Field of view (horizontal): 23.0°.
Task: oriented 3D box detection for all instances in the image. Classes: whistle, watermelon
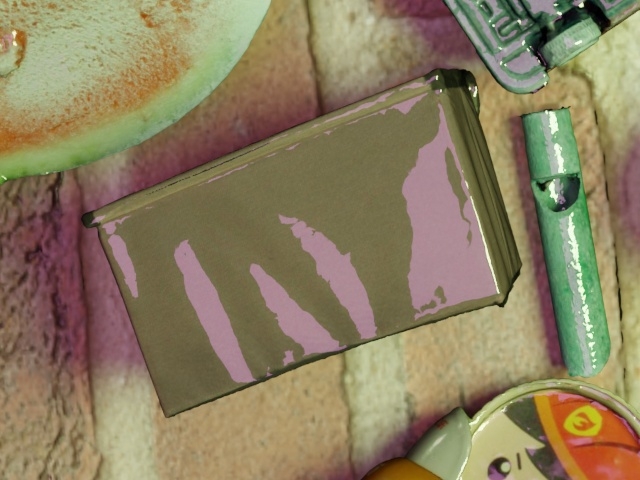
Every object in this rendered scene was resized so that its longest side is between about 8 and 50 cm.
[{"bbox_3d":[0.170,0.001,1.087,0.039,0.039,0.186,-9,94,15],"label":"whistle"},{"bbox_3d":[-0.179,-0.169,1.067,0.290,0.214,0.319,8,87,11],"label":"watermelon"}]

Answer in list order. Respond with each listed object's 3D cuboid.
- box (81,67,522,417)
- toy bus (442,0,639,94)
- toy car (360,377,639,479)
[{"bbox_3d":[0.000,0.000,1.055,0.252,0.188,0.153,-20,91,13],"label":"box"},{"bbox_3d":[0.206,-0.211,1.011,0.265,0.120,0.121,-34,87,16],"label":"toy bus"},{"bbox_3d":[0.137,0.194,1.082,0.235,0.145,0.235,-1,78,5],"label":"toy car"}]
